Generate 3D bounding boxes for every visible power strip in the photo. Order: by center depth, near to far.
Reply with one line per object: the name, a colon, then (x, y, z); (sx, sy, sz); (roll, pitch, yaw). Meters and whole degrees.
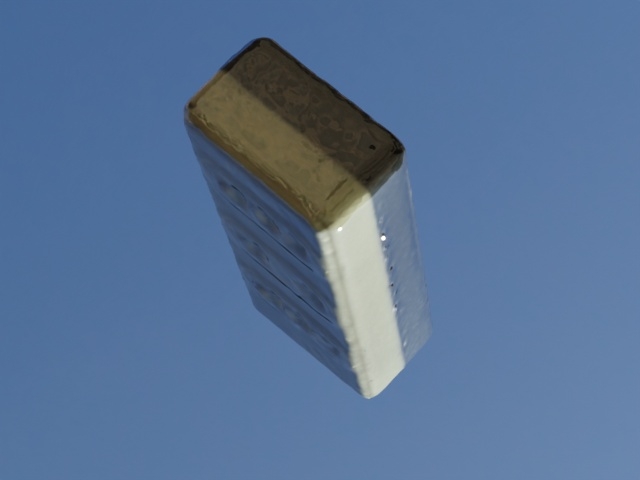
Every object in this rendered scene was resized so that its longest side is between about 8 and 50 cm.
power strip: (0.000, 0.000, 0.905); (0.105, 0.256, 0.070); (40, -103, 23)
